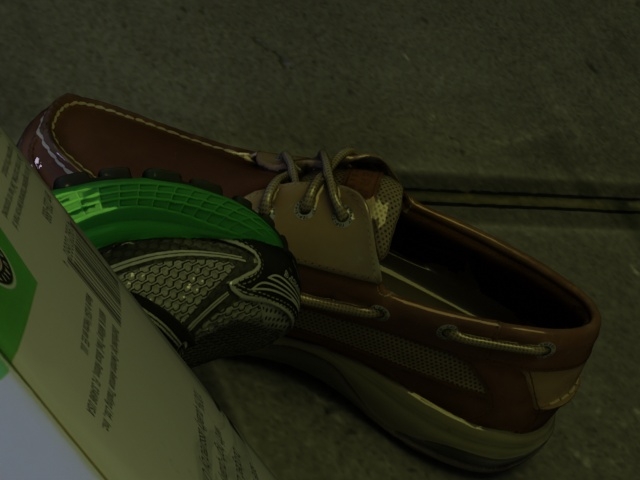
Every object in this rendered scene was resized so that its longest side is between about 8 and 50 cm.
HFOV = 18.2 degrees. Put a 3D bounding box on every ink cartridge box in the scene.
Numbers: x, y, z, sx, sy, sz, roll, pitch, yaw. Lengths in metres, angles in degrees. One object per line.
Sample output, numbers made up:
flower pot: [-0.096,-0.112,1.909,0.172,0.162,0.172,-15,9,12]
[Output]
ink cartridge box: [-0.090,0.101,0.657,0.289,0.121,0.211,53,4,-14]

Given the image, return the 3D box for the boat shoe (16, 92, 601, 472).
boat shoe: [0.000,0.000,1.038,0.324,0.116,0.123,25,37,-13]

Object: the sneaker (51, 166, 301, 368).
sneaker: [-0.141,0.074,0.860,0.343,0.134,0.146,-20,69,-38]
